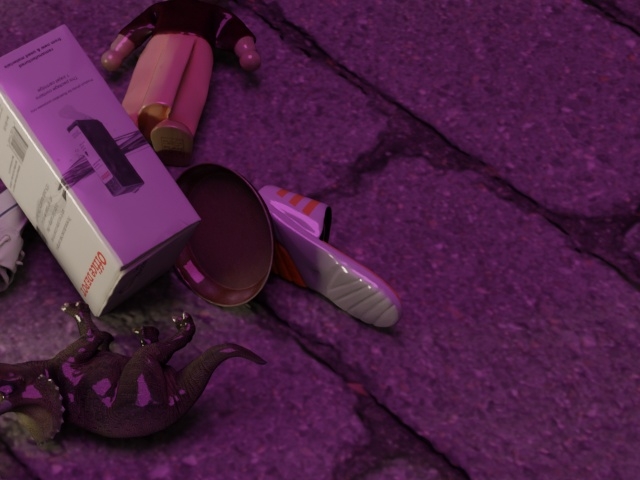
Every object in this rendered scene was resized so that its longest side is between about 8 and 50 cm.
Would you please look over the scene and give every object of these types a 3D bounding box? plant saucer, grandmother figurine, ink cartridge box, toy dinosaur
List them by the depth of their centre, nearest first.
[{"bbox_3d":[-0.216,0.157,1.740,0.313,0.121,0.160,6,62,2],"label":"toy dinosaur"},{"bbox_3d":[-0.268,-0.073,1.802,0.114,0.197,0.273,-32,83,-23],"label":"ink cartridge box"},{"bbox_3d":[-0.110,-0.009,1.839,0.168,0.168,0.029,35,33,28],"label":"plant saucer"},{"bbox_3d":[-0.178,-0.251,2.082,0.208,0.104,0.342,10,53,0],"label":"grandmother figurine"}]

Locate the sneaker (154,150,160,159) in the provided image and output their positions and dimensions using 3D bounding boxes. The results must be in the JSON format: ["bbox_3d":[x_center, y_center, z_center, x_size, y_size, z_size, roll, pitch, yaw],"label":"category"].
[{"bbox_3d":[-0.226,-0.056,1.948,0.089,0.051,0.170,-16,46,-11],"label":"sneaker"}]

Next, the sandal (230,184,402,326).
[{"bbox_3d":[0.000,0.007,1.855,0.265,0.102,0.076,33,56,19],"label":"sandal"}]

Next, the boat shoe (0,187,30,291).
[{"bbox_3d":[-0.392,0.024,1.873,0.084,0.095,0.258,43,53,-2],"label":"boat shoe"}]

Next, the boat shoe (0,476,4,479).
[{"bbox_3d":[-0.312,0.319,1.590,0.324,0.123,0.116,29,62,37],"label":"boat shoe"}]
